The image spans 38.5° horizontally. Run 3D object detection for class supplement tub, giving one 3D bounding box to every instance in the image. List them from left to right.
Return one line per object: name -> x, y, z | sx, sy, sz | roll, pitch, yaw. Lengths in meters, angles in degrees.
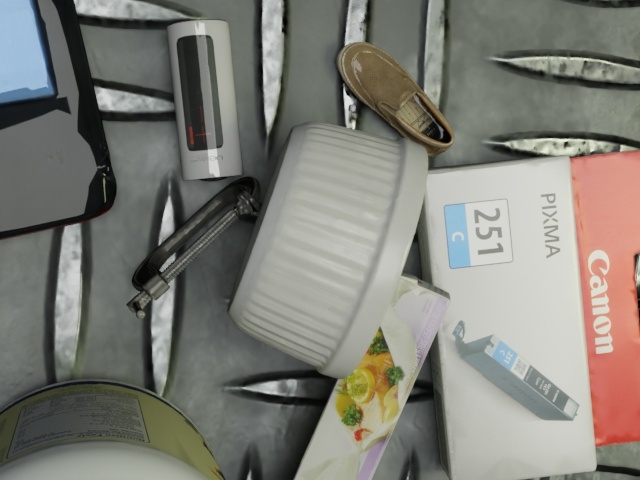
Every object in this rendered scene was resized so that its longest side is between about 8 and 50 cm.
supplement tub -> -0.165, 0.240, 0.656 | 0.235, 0.325, 0.235 | -1, 93, -15

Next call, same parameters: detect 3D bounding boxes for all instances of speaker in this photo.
speaker -> -0.100, -0.119, 0.797 | 0.055, 0.055, 0.136 | -6, 94, -14

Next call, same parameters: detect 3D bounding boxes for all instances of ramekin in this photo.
ramekin -> 0.000, 0.000, 0.757 | 0.109, 0.207, 0.207 | 20, 87, -6

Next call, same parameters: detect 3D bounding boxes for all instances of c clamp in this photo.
c clamp -> -0.103, 0.003, 0.762 | 0.161, 0.137, 0.022 | -46, 108, -14

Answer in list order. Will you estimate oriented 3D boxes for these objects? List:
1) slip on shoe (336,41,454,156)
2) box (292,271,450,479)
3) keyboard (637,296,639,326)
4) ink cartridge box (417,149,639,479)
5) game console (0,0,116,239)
slip on shoe -> 0.072, -0.132, 0.848 | 0.051, 0.041, 0.135 | -44, 102, -9
box -> 0.023, 0.181, 0.808 | 0.063, 0.067, 0.324 | 24, 95, 7
keyboard -> 0.346, 0.093, 0.933 | 0.192, 0.038, 0.100 | -34, 100, -12
ink cartridge box -> 0.232, 0.066, 0.866 | 0.261, 0.066, 0.296 | -7, 94, -3
game console -> -0.368, -0.173, 0.723 | 0.342, 0.060, 0.386 | -13, 96, -14
